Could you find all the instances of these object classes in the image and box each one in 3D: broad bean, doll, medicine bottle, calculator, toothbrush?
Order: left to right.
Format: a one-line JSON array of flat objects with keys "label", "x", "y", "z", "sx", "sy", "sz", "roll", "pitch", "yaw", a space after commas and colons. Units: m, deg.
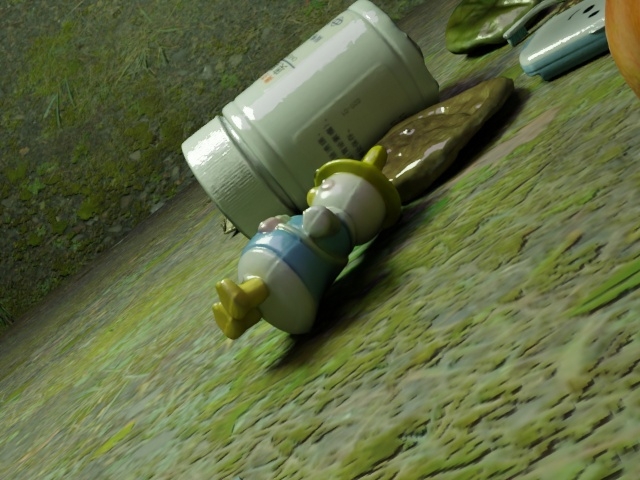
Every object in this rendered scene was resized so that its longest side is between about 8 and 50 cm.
[{"label": "medicine bottle", "x": -0.016, "y": -0.161, "z": 0.992, "sx": 0.332, "sy": 0.190, "sz": 0.190, "roll": -39, "pitch": 14, "yaw": 0}, {"label": "doll", "x": -0.001, "y": 0.000, "z": 0.661, "sx": 0.098, "sy": 0.135, "sz": 0.241, "roll": 11, "pitch": 47, "yaw": 34}, {"label": "broad bean", "x": 0.266, "y": -0.353, "z": 1.119, "sx": 0.153, "sy": 0.072, "sz": 0.207, "roll": -50, "pitch": 15, "yaw": 8}, {"label": "toothbrush", "x": 0.365, "y": -0.366, "z": 1.002, "sx": 0.263, "sy": 0.026, "sz": 0.022, "roll": -39, "pitch": 20, "yaw": 0}, {"label": "calculator", "x": 0.303, "y": -0.234, "z": 0.733, "sx": 0.210, "sy": 0.039, "sz": 0.121, "roll": -21, "pitch": 24, "yaw": 49}]

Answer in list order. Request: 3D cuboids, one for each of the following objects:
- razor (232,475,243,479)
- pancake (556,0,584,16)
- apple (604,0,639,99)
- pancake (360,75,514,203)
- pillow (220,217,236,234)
[{"label": "razor", "x": -0.142, "y": 0.211, "z": 0.411, "sx": 0.231, "sy": 0.106, "sz": 0.068, "roll": -31, "pitch": 14, "yaw": -8}, {"label": "pancake", "x": 0.374, "y": -0.325, "z": 0.874, "sx": 0.190, "sy": 0.020, "sz": 0.184, "roll": -47, "pitch": 16, "yaw": -26}, {"label": "apple", "x": 0.268, "y": -0.170, "z": 0.378, "sx": 0.251, "sy": 0.163, "sz": 0.293, "roll": -34, "pitch": 13, "yaw": 13}, {"label": "pancake", "x": 0.120, "y": -0.122, "z": 0.820, "sx": 0.241, "sy": 0.050, "sz": 0.242, "roll": -36, "pitch": 16, "yaw": 12}, {"label": "pillow", "x": -0.093, "y": -0.096, "z": 1.258, "sx": 0.208, "sy": 0.053, "sz": 0.119, "roll": -34, "pitch": 19, "yaw": 21}]
